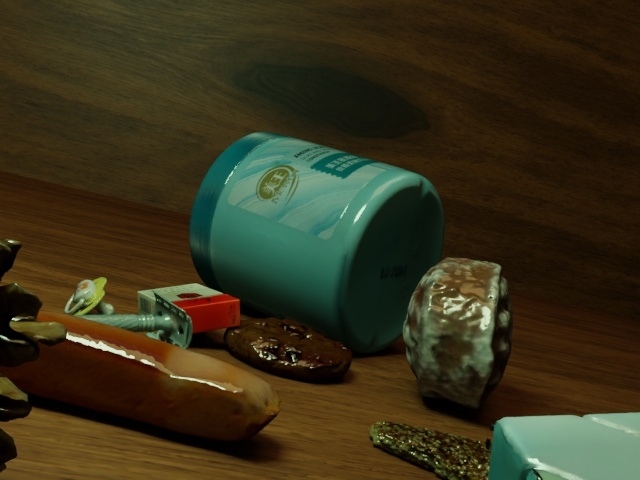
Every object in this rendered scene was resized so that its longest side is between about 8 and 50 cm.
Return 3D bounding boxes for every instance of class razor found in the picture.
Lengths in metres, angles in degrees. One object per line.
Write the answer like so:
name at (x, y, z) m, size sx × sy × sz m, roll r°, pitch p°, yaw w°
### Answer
razor at (-0.290, 0.108, 0.959) m, size 0.232 × 0.068 × 0.106 m, roll 3°, pitch 10°, yaw -35°

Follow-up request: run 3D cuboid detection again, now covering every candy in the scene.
candy at (0.207, 0.132, 1.129) m, size 0.157 × 0.214 × 0.289 m, roll 10°, pitch 3°, yaw 13°

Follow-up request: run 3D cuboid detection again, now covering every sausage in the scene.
sausage at (-0.186, 0.136, 0.752) m, size 0.300 × 0.083 × 0.089 m, roll 17°, pitch -1°, yaw -1°

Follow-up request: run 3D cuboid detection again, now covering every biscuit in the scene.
biscuit at (-0.048, 0.154, 1.108) m, size 0.192 × 0.049 × 0.192 m, roll 10°, pitch 8°, yaw -1°
biscuit at (0.175, 0.248, 0.838) m, size 0.236 × 0.026 × 0.131 m, roll 15°, pitch 3°, yaw -5°

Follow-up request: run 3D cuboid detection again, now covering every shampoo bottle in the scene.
shampoo bottle at (0.000, 0.000, 1.361) m, size 0.342 × 0.331 × 0.331 m, roll 20°, pitch 8°, yaw 35°

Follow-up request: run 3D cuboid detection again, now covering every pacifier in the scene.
pacifier at (-0.323, 0.092, 1.075) m, size 0.064 × 0.068 × 0.083 m, roll 49°, pitch 8°, yaw -27°

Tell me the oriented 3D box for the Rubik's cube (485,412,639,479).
Rubik's cube at (0.171, 0.207, 0.352) m, size 0.224 × 0.213 × 0.265 m, roll -1°, pitch 18°, yaw -5°

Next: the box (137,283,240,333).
box at (-0.197, 0.100, 1.119) m, size 0.100 × 0.048 × 0.152 m, roll -9°, pitch 9°, yaw -33°

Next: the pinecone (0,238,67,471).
pinecone at (-0.267, 0.079, 0.472) m, size 0.184 × 0.205 × 0.179 m, roll 18°, pitch -13°, yaw 26°
